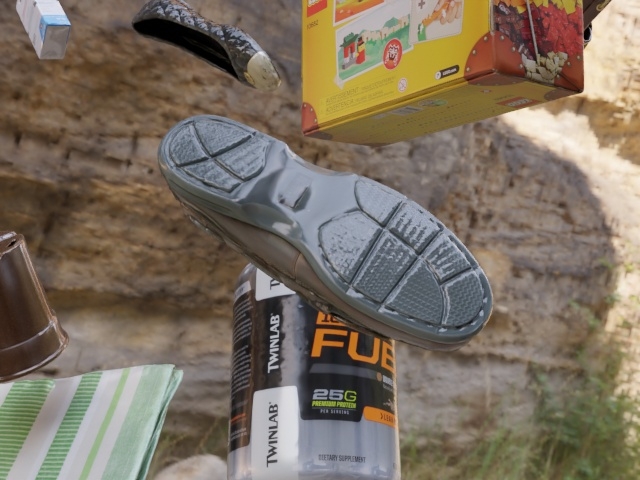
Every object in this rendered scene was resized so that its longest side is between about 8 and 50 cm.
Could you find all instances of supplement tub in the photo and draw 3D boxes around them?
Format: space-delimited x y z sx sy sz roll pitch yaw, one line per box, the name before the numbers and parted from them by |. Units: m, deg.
supplement tub | -0.009 0.150 1.039 0.207 0.338 0.207 -1 -25 0

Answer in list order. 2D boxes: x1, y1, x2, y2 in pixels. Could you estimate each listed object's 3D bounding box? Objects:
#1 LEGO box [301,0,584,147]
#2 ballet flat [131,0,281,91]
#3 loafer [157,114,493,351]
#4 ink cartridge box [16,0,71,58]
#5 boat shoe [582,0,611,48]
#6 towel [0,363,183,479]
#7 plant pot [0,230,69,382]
LEGO box | 0.178 -0.387 1.408 0.193 0.373 0.500 4 -6 -34
ballet flat | -0.100 -0.170 0.747 0.173 0.049 0.057 33 -25 31
loafer | 0.000 0.000 0.608 0.267 0.096 0.084 32 -31 16
ink cartridge box | -0.301 -0.242 0.906 0.028 0.083 0.048 -11 -32 -37
boat shoe | 0.428 -0.373 1.438 0.096 0.117 0.324 34 -38 6
towel | -0.368 0.280 1.167 0.324 0.248 0.038 -10 -55 16
plant pot | -0.447 0.084 1.136 0.166 0.165 0.167 -8 21 3
